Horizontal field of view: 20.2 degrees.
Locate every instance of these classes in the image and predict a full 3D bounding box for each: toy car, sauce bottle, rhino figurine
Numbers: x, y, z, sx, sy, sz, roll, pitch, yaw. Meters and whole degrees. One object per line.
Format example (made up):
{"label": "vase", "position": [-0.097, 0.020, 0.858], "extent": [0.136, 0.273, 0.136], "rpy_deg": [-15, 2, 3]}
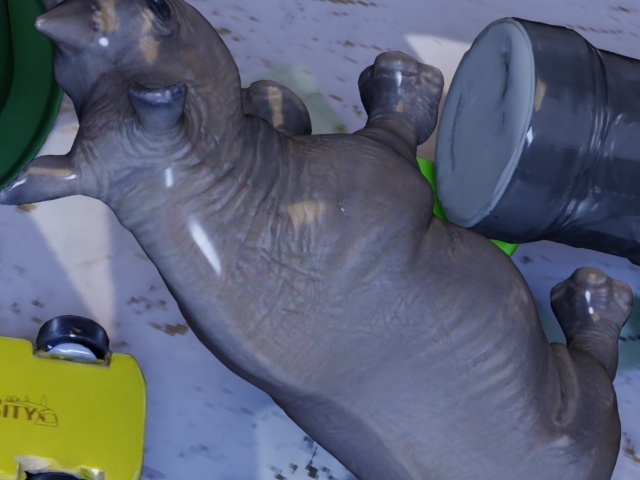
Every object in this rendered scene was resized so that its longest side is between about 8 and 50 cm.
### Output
{"label": "toy car", "position": [-0.010, 0.060, 0.558], "extent": [0.239, 0.053, 0.225], "rpy_deg": [36, 51, 8]}
{"label": "sauce bottle", "position": [0.206, -0.004, 0.623], "extent": [0.344, 0.111, 0.111], "rpy_deg": [13, 52, -18]}
{"label": "rhino figurine", "position": [0.000, 0.000, 0.468], "extent": [0.243, 0.073, 0.106], "rpy_deg": [42, 38, -32]}

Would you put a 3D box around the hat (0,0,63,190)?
{"label": "hat", "position": [-0.144, -0.112, 0.552], "extent": [0.208, 0.183, 0.173], "rpy_deg": [35, 53, 7]}
